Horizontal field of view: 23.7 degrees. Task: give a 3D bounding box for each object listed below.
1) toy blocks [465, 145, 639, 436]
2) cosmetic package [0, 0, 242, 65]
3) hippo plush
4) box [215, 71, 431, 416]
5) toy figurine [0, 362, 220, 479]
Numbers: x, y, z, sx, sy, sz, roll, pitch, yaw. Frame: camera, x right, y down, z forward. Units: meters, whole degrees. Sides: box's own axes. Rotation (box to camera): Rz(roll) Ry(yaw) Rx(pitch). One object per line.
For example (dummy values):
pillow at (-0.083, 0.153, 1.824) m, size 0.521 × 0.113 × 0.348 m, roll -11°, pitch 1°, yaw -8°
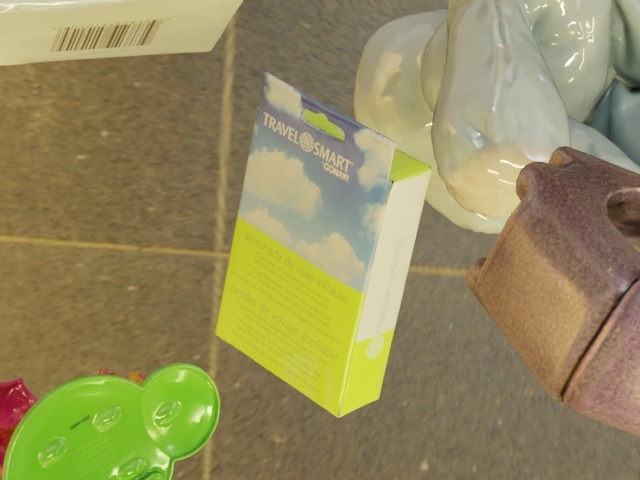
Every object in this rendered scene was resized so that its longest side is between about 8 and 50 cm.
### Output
toy blocks at (0.123, -0.143, 0.433) m, size 0.260 × 0.288 × 0.309 m, roll 34°, pitch 118°, yaw 18°
cosmetic package at (-0.198, -0.347, 1.226) m, size 0.217 × 0.156 × 0.385 m, roll -8°, pitch 81°, yaw -18°
hippo plush at (0.100, -0.084, 0.980) m, size 0.294 × 0.236 × 0.234 m, roll 40°, pitch 59°, yaw -13°
box at (0.000, 0.000, 0.890) m, size 0.109 × 0.042 × 0.178 m, roll 31°, pitch 122°, yaw 33°
toy figurine at (-0.183, 0.134, 1.123) m, size 0.173 × 0.159 × 0.130 m, roll -33°, pitch 115°, yaw -25°
